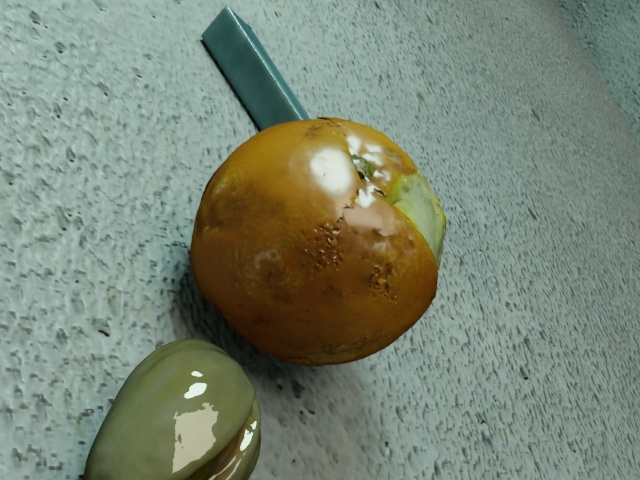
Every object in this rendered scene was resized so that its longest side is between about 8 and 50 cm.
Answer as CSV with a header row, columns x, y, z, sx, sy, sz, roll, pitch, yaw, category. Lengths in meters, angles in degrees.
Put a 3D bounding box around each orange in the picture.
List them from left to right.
x,y,z,sx,sy,sz,roll,pitch,yaw,category
0.000,0.000,0.787,0.240,0.240,0.240,31,37,-28,orange

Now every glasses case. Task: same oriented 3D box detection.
x,y,z,sx,sy,sz,roll,pitch,yaw,category
-0.054,-0.164,1.054,0.266,0.056,0.105,58,9,10,glasses case

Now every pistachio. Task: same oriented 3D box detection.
x,y,z,sx,sy,sz,roll,pitch,yaw,category
-0.109,0.148,0.614,0.124,0.124,0.185,47,39,-5,pistachio
